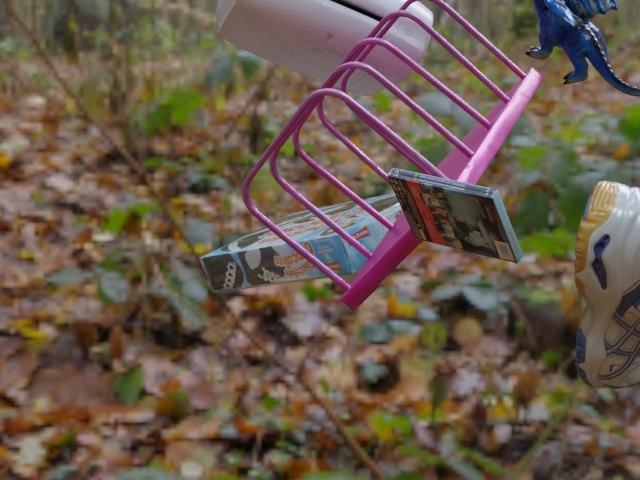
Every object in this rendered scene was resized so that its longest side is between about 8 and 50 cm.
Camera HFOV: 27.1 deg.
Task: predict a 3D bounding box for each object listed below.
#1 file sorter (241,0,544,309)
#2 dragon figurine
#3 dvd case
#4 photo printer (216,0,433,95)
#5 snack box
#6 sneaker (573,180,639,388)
[{"bbox_3d":[0.075,-0.112,1.426,0.182,0.202,0.290,41,38,-2],"label":"file sorter"},{"bbox_3d":[0.350,-0.300,1.815,0.085,0.144,0.289,-25,45,-17],"label":"dragon figurine"},{"bbox_3d":[0.123,-0.023,1.222,0.119,0.087,0.013,15,55,41],"label":"dvd case"},{"bbox_3d":[0.001,-0.279,1.685,0.256,0.107,0.307,21,-3,-8],"label":"photo printer"},{"bbox_3d":[0.000,0.000,1.799,0.187,0.060,0.322,-27,11,-37],"label":"snack box"},{"bbox_3d":[0.309,0.064,1.228,0.131,0.112,0.296,11,-28,20],"label":"sneaker"}]
